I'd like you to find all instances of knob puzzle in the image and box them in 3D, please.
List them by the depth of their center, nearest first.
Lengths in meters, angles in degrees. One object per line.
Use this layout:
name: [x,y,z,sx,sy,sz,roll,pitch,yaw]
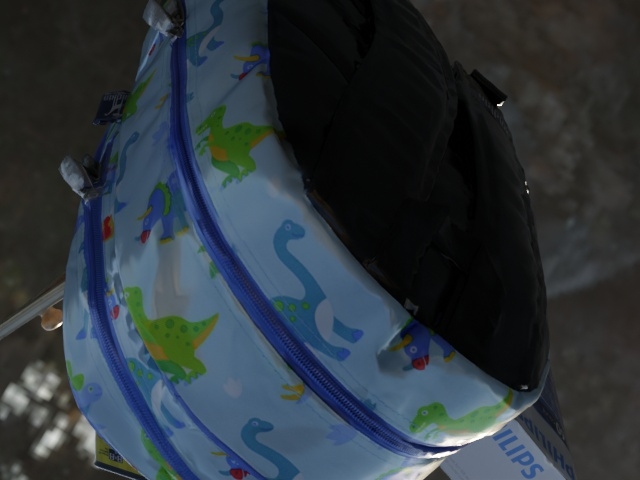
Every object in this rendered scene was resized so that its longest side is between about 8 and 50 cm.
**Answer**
knob puzzle: [-0.151,0.011,1.365,0.030,0.213,0.213,53,173,-6]

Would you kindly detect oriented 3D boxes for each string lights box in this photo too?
string lights box: [0.125,0.089,1.422,0.133,0.076,0.260,51,-160,-30]

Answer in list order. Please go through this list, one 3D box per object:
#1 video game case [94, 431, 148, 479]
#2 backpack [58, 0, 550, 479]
video game case: [-0.146,0.169,2.020,0.274,0.248,0.035,12,-162,34]
backpack: [0.000,0.000,0.970,0.290,0.273,0.355,48,-175,-23]
